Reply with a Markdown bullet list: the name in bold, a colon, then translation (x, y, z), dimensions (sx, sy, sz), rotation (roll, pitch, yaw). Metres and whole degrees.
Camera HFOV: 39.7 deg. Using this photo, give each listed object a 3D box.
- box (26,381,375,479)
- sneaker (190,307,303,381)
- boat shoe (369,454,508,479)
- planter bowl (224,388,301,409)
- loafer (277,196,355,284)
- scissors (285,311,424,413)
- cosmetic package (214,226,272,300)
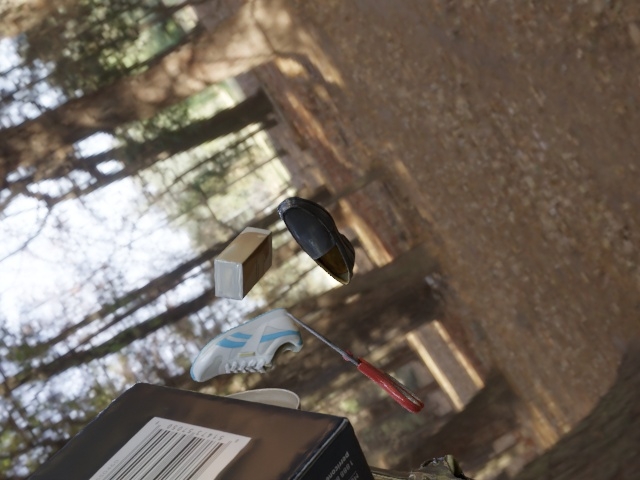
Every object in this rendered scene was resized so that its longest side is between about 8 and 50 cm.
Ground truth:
- **box**: translation (-0.075, 0.364, 0.850), dimensions (0.294, 0.212, 0.395), rotation (-1, 122, 41)
- **sneaker**: translation (-0.143, 0.218, 1.724), dimensions (0.092, 0.229, 0.087), rotation (57, 165, 23)
- **boat shoe**: translation (0.147, 0.286, 1.032), dimensions (0.224, 0.073, 0.080), rotation (10, 172, 22)
- **planter bowl**: translation (-0.094, 0.270, 1.128), dimensions (0.162, 0.162, 0.109), rotation (-123, 20, -78)
- **loafer**: translation (0.000, 0.000, 1.290), dimensions (0.170, 0.062, 0.061), rotation (41, -155, -36)
- **scissors**: translation (0.060, 0.209, 1.538), dimensions (0.297, 0.021, 0.109), rotation (36, -174, 0)
- **cosmetic package**: translation (-0.105, 0.031, 1.229), dimensions (0.115, 0.041, 0.060), rotation (-54, -30, -59)
